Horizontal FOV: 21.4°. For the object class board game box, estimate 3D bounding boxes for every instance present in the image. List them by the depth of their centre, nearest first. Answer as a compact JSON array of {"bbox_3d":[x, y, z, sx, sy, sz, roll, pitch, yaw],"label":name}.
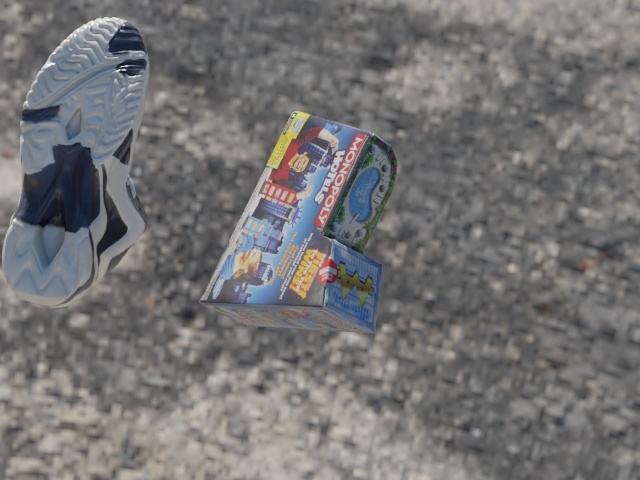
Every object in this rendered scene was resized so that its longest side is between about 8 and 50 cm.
[{"bbox_3d":[0.000,0.000,1.441,0.060,0.194,0.194,27,-1,-32],"label":"board game box"}]

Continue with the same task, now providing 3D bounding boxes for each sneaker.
[{"bbox_3d":[-0.189,-0.059,1.396,0.094,0.235,0.153,8,-4,3],"label":"sneaker"}]
